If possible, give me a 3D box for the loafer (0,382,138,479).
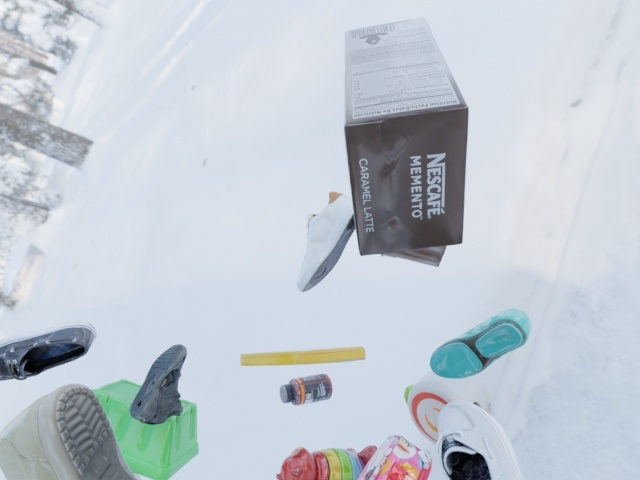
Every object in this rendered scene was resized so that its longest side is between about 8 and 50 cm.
[{"bbox_3d":[-0.250,0.281,0.485,0.091,0.102,0.269,-14,95,10],"label":"loafer"}]

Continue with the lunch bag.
[{"bbox_3d":[0.126,0.570,1.006,0.120,0.258,0.293,32,68,15],"label":"lunch bag"}]

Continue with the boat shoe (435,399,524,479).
[{"bbox_3d":[0.138,0.207,0.425,0.066,0.063,0.184,-46,16,18],"label":"boat shoe"}]

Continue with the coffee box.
[{"bbox_3d":[0.078,-0.119,0.482,0.098,0.141,0.247,-6,40,8],"label":"coffee box"}]

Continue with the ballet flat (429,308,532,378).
[{"bbox_3d":[0.323,0.208,0.926,0.083,0.087,0.247,55,137,12],"label":"ballet flat"}]

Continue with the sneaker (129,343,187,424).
[{"bbox_3d":[-0.434,0.417,1.325,0.087,0.130,0.228,-2,51,31],"label":"sneaker"}]

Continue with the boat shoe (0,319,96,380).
[{"bbox_3d":[-0.538,0.222,0.866,0.076,0.228,0.080,-122,19,-58],"label":"boat shoe"}]

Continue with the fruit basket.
[{"bbox_3d":[-0.596,0.665,1.437,0.391,0.283,0.393,-1,86,11],"label":"fruit basket"}]

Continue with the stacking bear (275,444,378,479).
[{"bbox_3d":[0.015,0.675,1.347,0.175,0.288,0.164,-34,45,44],"label":"stacking bear"}]

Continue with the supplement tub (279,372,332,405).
[{"bbox_3d":[-0.058,0.586,1.819,0.106,0.197,0.106,-1,89,61],"label":"supplement tub"}]

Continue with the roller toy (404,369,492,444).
[{"bbox_3d":[0.344,0.432,1.220,0.209,0.146,0.191,49,135,19],"label":"roller toy"}]

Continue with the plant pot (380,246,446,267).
[{"bbox_3d":[0.275,-0.009,1.312,0.165,0.167,0.167,18,85,12],"label":"plant pot"}]

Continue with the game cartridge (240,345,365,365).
[{"bbox_3d":[-0.060,0.376,1.509,0.285,0.323,0.053,-14,71,40],"label":"game cartridge"}]

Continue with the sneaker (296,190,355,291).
[{"bbox_3d":[0.000,0.000,1.259,0.123,0.106,0.290,37,104,22],"label":"sneaker"}]
